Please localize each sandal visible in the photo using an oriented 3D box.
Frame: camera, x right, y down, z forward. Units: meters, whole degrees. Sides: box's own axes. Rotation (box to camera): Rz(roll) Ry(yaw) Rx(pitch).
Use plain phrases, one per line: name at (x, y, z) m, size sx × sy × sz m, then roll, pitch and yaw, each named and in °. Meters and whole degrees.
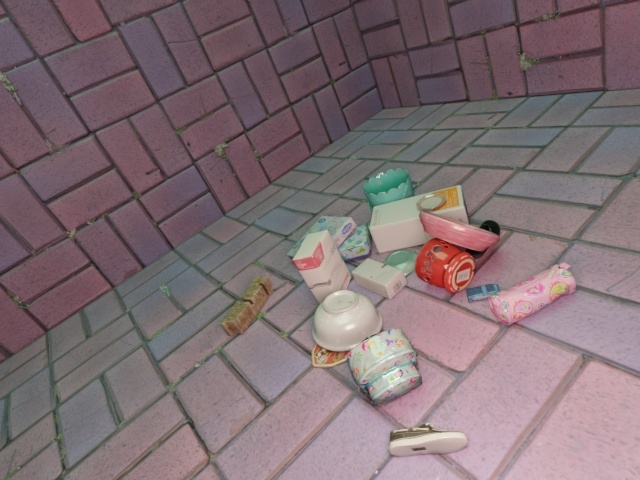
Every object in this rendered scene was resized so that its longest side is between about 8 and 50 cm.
sandal at (0.720, -0.015, 1.779) m, size 0.097 × 0.054 × 0.254 m, roll 3°, pitch 39°, yaw 41°

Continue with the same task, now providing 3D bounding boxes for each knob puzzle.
knob puzzle at (0.041, 0.426, 1.598) m, size 0.213 × 0.030 × 0.213 m, roll -19°, pitch 29°, yaw 11°

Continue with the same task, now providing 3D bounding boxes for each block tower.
block tower at (-0.358, 0.323, 2.022) m, size 0.097 × 0.091 × 0.335 m, roll -4°, pitch 35°, yaw 35°

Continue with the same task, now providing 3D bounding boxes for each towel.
towel at (0.616, 0.196, 1.533) m, size 0.119 × 0.029 × 0.067 m, roll -15°, pitch 29°, yaw 18°

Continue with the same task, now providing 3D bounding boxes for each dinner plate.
dinner plate at (0.523, -0.181, 1.912) m, size 0.141 × 0.017 × 0.141 m, roll -18°, pitch 29°, yaw 11°

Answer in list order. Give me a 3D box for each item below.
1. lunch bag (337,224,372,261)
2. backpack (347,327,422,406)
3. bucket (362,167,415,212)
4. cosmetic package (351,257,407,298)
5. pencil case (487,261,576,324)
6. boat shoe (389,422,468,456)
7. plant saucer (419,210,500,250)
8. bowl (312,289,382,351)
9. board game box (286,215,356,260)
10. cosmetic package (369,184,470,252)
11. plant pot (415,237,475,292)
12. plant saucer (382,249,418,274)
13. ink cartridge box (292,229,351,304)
lunch bag at (0.178, 0.012, 2.124) m, size 0.176 × 0.090 × 0.219 m, roll -15°, pitch 30°, yaw 16°
backpack at (0.204, 0.399, 1.286) m, size 0.225 × 0.254 × 0.191 m, roll -26°, pitch 48°, yaw -4°
bucket at (0.386, -0.252, 2.229) m, size 0.281 × 0.183 × 0.281 m, roll -21°, pitch 27°, yaw 11°
cosmetic package at (0.260, 0.166, 1.807) m, size 0.117 × 0.086 × 0.231 m, roll -38°, pitch 32°, yaw -24°
pencil case at (0.724, 0.180, 1.381) m, size 0.284 × 0.124 × 0.124 m, roll -27°, pitch 28°, yaw -1°
boat shoe at (0.297, 0.551, 1.136) m, size 0.219 × 0.078 × 0.070 m, roll -16°, pitch 31°, yaw 20°
plant saucer at (0.562, -0.036, 1.673) m, size 0.332 × 0.084 × 0.332 m, roll 17°, pitch 10°, yaw -3°
bowl at (0.093, 0.295, 1.628) m, size 0.297 × 0.134 × 0.298 m, roll -13°, pitch 26°, yaw 7°
board game box at (0.000, 0.000, 2.196) m, size 0.318 × 0.066 × 0.318 m, roll -48°, pitch 24°, yaw -16°
cosmetic package at (0.489, -0.105, 2.002) m, size 0.453 × 0.162 × 0.230 m, roll -14°, pitch 30°, yaw 22°
plant pot at (0.504, 0.101, 1.614) m, size 0.191 × 0.191 × 0.174 m, roll -36°, pitch 34°, yaw -20°
plant saucer at (0.370, 0.094, 1.891) m, size 0.194 × 0.037 × 0.195 m, roll -20°, pitch 28°, yaw 11°
ink cartridge box at (0.013, 0.127, 1.860) m, size 0.117 × 0.283 × 0.207 m, roll -12°, pitch 31°, yaw 30°
